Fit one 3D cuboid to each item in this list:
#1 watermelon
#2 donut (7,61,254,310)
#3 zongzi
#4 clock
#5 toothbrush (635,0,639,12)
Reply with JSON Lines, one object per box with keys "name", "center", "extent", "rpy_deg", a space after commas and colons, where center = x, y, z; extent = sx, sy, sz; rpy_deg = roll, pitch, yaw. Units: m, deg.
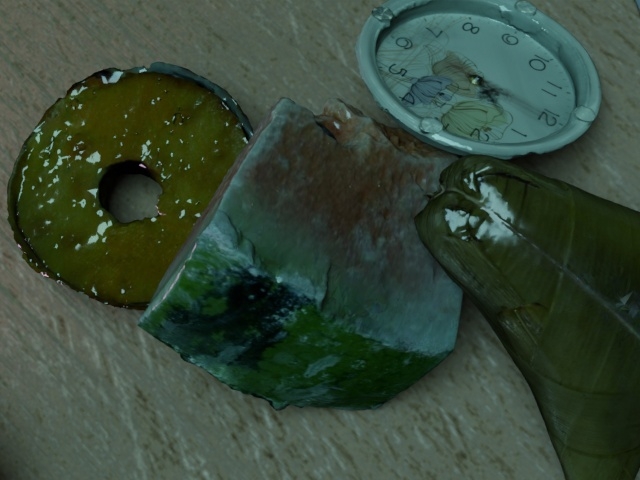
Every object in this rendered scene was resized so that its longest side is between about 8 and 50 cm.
{"name": "watermelon", "center": [0.003, 0.007, 1.152], "extent": [0.264, 0.151, 0.302], "rpy_deg": [24, 83, -23]}
{"name": "donut", "center": [-0.173, -0.044, 1.295], "extent": [0.272, 0.107, 0.272], "rpy_deg": [-5, 72, 15]}
{"name": "zongzi", "center": [0.185, 0.099, 1.121], "extent": [0.274, 0.145, 0.300], "rpy_deg": [20, 92, -14]}
{"name": "clock", "center": [0.146, -0.152, 1.226], "extent": [0.236, 0.053, 0.236], "rpy_deg": [7, 49, -8]}
{"name": "toothbrush", "center": [0.333, -0.185, 1.237], "extent": [0.024, 0.029, 0.354], "rpy_deg": [-31, 73, 22]}
